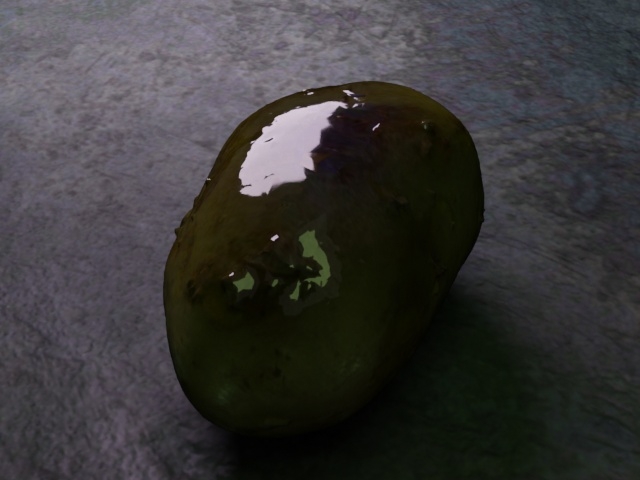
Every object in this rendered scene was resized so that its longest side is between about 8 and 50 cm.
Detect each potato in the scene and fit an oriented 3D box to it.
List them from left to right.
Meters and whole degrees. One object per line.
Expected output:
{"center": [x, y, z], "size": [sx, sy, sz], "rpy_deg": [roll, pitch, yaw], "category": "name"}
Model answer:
{"center": [0.000, 0.000, 0.575], "size": [0.210, 0.173, 0.307], "rpy_deg": [16, 43, 11], "category": "potato"}
